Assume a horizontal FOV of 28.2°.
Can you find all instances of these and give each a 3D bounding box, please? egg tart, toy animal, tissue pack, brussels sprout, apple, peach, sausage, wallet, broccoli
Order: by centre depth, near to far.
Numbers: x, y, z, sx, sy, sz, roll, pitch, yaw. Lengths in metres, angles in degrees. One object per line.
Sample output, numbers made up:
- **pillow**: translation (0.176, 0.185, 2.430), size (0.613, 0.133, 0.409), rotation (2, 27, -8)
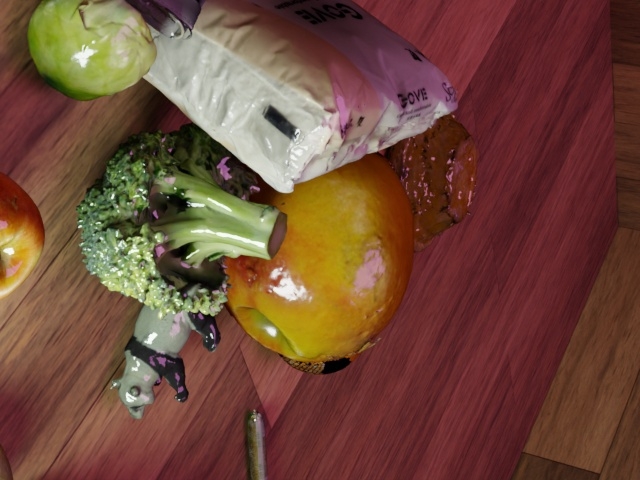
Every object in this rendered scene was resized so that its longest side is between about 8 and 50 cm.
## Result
- **apple**: translation (-0.390, -0.008, 1.408), size (0.163, 0.139, 0.163), rotation (-40, 145, -36)
- **brussels sprout**: translation (-0.281, -0.231, 1.522), size (0.151, 0.149, 0.122), rotation (45, 71, -16)
- **wallet**: translation (-0.191, -0.379, 1.626), size (0.170, 0.069, 0.231), rotation (36, 53, -17)
- **broccoli**: translation (-0.188, -0.021, 1.713), size (0.288, 0.260, 0.235), rotation (-65, -173, -30)
- **tissue pack**: translation (-0.039, -0.240, 1.769), size (0.375, 0.390, 0.195), rotation (-34, 154, -51)
- **toy animal**: translation (-0.228, 0.154, 1.862), size (0.225, 0.094, 0.121), rotation (-61, 142, -12)
- **peach**: translation (0.000, 0.001, 2.006), size (0.373, 0.372, 0.290), rotation (-62, -175, -29)
- **sausage**: translation (-0.111, 0.413, 2.290), size (0.033, 0.033, 0.269), rotation (-42, 138, -51)
- **egg tart**: translation (0.243, -0.136, 2.654), size (0.341, 0.132, 0.341), rotation (-35, 130, -56)

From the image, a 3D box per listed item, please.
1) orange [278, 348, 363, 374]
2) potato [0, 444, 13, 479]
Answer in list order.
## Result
- **orange**: translation (0.006, 0.123, 2.242), size (0.234, 0.182, 0.234), rotation (13, 90, -80)
- **potato**: translation (-0.422, 0.286, 1.500), size (0.182, 0.117, 0.202), rotation (-28, 127, -55)
